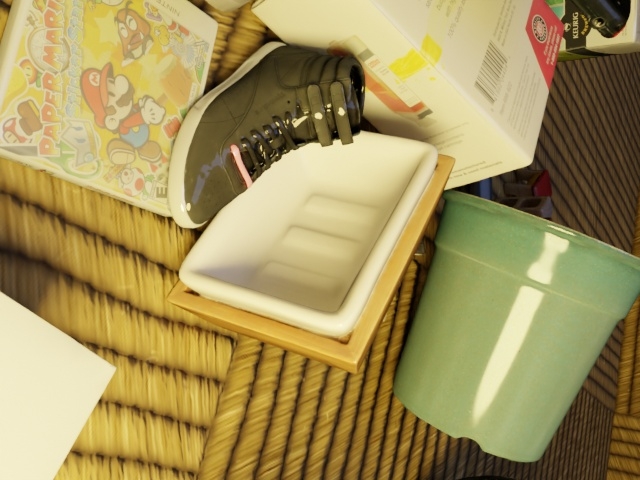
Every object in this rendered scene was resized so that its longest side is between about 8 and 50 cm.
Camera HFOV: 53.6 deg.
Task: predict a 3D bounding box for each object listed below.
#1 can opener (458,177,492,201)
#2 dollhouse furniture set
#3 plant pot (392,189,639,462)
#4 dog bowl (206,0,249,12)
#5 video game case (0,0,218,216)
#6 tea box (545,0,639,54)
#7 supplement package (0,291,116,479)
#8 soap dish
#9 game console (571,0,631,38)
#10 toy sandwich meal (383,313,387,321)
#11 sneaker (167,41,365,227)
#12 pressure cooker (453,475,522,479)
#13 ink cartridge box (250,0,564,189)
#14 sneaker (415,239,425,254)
[{"bbox_3d":[0.280,-0.153,1.213,0.093,0.074,0.280,-11,100,-17],"label":"can opener"},{"bbox_3d":[0.451,0.005,1.358,0.374,0.152,0.201,-40,122,-44],"label":"dollhouse furniture set"},{"bbox_3d":[0.289,0.135,1.000,0.341,0.341,0.334,16,98,-52],"label":"plant pot"},{"bbox_3d":[-0.092,-0.390,0.554,0.349,0.102,0.348,-13,90,-78],"label":"dog bowl"},{"bbox_3d":[-0.198,-0.159,0.609,0.206,0.026,0.226,23,73,-50],"label":"video game case"},{"bbox_3d":[0.468,-0.462,1.223,0.329,0.324,0.219,-19,107,-52],"label":"tea box"},{"bbox_3d":[-0.300,0.139,0.390,0.204,0.145,0.261,51,54,-40],"label":"supplement package"},{"bbox_3d":[0.000,0.000,0.725,0.290,0.229,0.118,-59,151,-32],"label":"soap dish"},{"bbox_3d":[0.233,-0.455,0.714,0.387,0.060,0.342,32,60,-26],"label":"game console"},{"bbox_3d":[0.070,0.110,0.966,0.086,0.029,0.085,-3,93,-53],"label":"toy sandwich meal"},{"bbox_3d":[-0.043,-0.122,0.692,0.295,0.147,0.104,-60,149,-36],"label":"sneaker"},{"bbox_3d":[0.303,0.645,1.016,0.375,0.370,0.420,-61,138,-55],"label":"pressure cooker"},{"bbox_3d":[0.137,-0.299,0.853,0.385,0.160,0.279,38,60,-27],"label":"ink cartridge box"},{"bbox_3d":[0.131,-0.067,0.988,0.268,0.101,0.153,-40,124,-39],"label":"sneaker"}]
